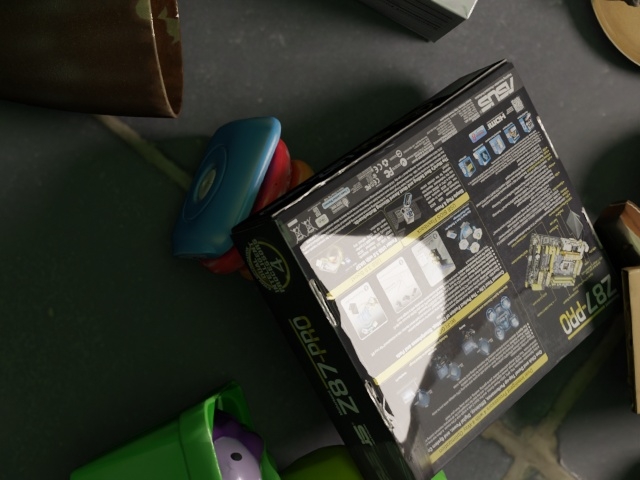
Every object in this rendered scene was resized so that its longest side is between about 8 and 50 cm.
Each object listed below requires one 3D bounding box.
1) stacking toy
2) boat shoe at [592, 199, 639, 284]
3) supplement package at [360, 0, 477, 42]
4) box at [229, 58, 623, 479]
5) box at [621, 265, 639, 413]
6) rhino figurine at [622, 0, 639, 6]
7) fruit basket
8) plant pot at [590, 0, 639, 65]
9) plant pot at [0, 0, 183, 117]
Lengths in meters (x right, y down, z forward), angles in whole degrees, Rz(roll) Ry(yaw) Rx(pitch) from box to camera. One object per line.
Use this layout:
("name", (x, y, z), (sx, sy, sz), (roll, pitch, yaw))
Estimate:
("stacking toy", (0.000, 0.000, 1.697), (0.302, 0.175, 0.165), (26, 77, -23))
("boat shoe", (0.450, 0.067, 1.793), (0.324, 0.122, 0.120), (46, 74, -14))
("supplement package", (0.117, -0.393, 1.728), (0.204, 0.145, 0.262), (28, 83, -8))
("box", (0.132, 0.028, 1.641), (0.395, 0.097, 0.318), (-36, 101, -36))
("box", (0.435, 0.099, 1.711), (0.201, 0.021, 0.164), (-7, 96, -13))
("rhino figurine", (0.413, -0.353, 1.790), (0.243, 0.073, 0.106), (-36, 88, -9))
("fruit basket", (-0.037, 0.326, 1.615), (0.392, 0.283, 0.392), (0, 91, 6))
("plant pot", (0.428, -0.310, 1.844), (0.236, 0.032, 0.236), (1, 86, -11))
("plant pot", (-0.276, -0.224, 1.626), (0.230, 0.215, 0.215), (-6, 88, 3))
